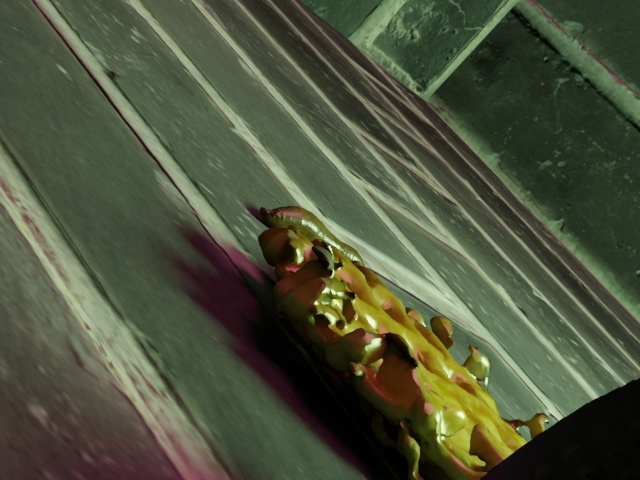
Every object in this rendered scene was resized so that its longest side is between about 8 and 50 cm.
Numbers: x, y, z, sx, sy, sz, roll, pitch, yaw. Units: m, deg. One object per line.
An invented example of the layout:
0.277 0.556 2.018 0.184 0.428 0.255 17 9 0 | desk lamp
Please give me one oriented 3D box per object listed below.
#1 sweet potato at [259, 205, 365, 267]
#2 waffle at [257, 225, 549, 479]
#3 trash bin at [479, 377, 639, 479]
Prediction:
0.000 0.000 1.221 0.115 0.026 0.026 34 13 -38 | sweet potato
0.072 0.092 0.998 0.280 0.060 0.262 42 10 -6 | waffle
0.134 0.161 0.702 0.161 0.175 0.175 54 9 -5 | trash bin
